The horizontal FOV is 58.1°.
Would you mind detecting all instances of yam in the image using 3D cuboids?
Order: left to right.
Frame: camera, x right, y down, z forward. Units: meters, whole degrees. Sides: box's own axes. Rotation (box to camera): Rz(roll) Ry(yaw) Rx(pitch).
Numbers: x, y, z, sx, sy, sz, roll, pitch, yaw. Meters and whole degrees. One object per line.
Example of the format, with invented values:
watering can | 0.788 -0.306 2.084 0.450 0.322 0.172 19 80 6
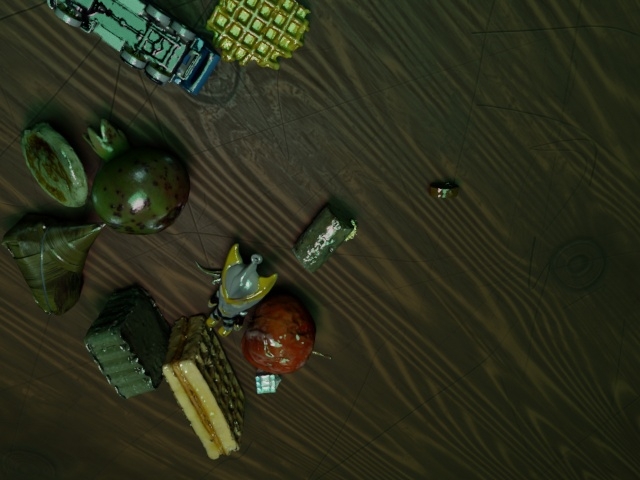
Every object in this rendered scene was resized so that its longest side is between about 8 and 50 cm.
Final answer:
yam | 0.000 0.000 1.656 0.107 0.107 0.194 33 109 -21

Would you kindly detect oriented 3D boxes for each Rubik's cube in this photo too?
Rubik's cube | -0.172 0.455 1.876 0.084 0.073 0.075 10 97 -7

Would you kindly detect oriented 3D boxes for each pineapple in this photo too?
pineapple | 0.084 -0.025 1.702 0.045 0.019 0.083 33 108 -15

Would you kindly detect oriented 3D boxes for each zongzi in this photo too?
zongzi | -0.663 0.066 1.551 0.300 0.138 0.285 -5 119 15

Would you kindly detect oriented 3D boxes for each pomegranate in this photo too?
pomegranate | -0.487 -0.148 1.452 0.306 0.242 0.242 33 108 -12

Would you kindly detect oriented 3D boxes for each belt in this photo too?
belt | 0.356 -0.142 1.656 0.084 0.059 0.035 -2 116 -7

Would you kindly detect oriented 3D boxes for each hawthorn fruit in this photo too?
hawthorn fruit | -0.092 0.296 1.707 0.272 0.242 0.241 30 109 -5

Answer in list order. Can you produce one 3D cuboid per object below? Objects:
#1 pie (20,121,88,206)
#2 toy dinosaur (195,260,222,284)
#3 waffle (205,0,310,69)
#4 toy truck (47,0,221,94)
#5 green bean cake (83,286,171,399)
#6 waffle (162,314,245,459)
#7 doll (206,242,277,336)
pie | -0.668 -0.188 1.450 0.241 0.054 0.240 24 135 26
toy dinosaur | -0.294 0.117 1.714 0.180 0.037 0.058 21 99 -23
waffle | -0.155 -0.514 1.408 0.229 0.057 0.219 30 109 -20
toy truck | -0.415 -0.485 1.322 0.367 0.175 0.146 32 106 -21
green bean cake | -0.532 0.283 1.643 0.132 0.255 0.241 -20 117 12
waffle | -0.345 0.439 1.737 0.114 0.261 0.375 -16 117 6
doll | -0.244 0.149 1.659 0.103 0.145 0.316 -9 142 -42
